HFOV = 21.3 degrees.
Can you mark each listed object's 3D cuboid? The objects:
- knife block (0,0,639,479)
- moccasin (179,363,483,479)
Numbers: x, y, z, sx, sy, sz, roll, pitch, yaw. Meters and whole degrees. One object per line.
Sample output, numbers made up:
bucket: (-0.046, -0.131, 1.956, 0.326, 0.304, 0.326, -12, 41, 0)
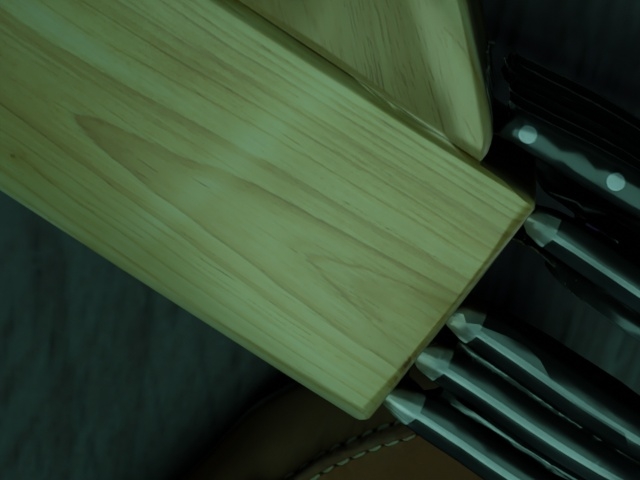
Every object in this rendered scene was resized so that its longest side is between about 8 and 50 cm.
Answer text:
knife block: (0.000, 0.000, 0.570, 0.276, 0.088, 0.242, -9, 108, 10)
moccasin: (-0.040, 0.175, 0.722, 0.380, 0.147, 0.139, -35, 117, 26)
